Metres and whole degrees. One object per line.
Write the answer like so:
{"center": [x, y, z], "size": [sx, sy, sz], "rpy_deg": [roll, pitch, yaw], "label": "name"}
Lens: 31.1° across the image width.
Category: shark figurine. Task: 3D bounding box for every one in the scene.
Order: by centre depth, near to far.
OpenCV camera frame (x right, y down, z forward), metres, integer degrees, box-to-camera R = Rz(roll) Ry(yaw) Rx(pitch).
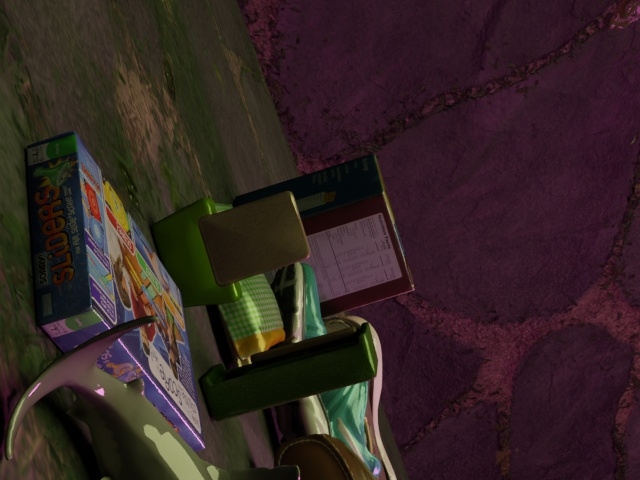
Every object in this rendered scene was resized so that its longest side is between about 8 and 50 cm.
{"center": [-0.073, 0.135, 0.646], "size": [0.166, 0.116, 0.278], "rpy_deg": [-102, 175, -64], "label": "shark figurine"}

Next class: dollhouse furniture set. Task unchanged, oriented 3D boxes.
{"center": [-0.041, 0.041, 1.136], "size": [0.301, 0.151, 0.198], "rpy_deg": [-33, 105, -86], "label": "dollhouse furniture set"}

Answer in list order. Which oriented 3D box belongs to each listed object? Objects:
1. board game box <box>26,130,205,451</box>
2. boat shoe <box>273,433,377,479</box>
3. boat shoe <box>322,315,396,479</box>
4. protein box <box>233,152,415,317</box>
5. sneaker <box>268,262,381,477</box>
{"center": [-0.131, 0.042, 0.755], "size": [0.201, 0.035, 0.136], "rpy_deg": [67, 7, -53], "label": "board game box"}
{"center": [0.025, 0.335, 1.053], "size": [0.120, 0.122, 0.324], "rpy_deg": [52, 20, -70], "label": "boat shoe"}
{"center": [0.024, 0.257, 1.410], "size": [0.096, 0.116, 0.325], "rpy_deg": [-1, 87, -55], "label": "boat shoe"}
{"center": [0.000, 0.000, 1.489], "size": [0.200, 0.201, 0.136], "rpy_deg": [-94, 166, -72], "label": "protein box"}
{"center": [-0.001, 0.158, 1.328], "size": [0.107, 0.110, 0.275], "rpy_deg": [-30, -110, 62], "label": "sneaker"}
